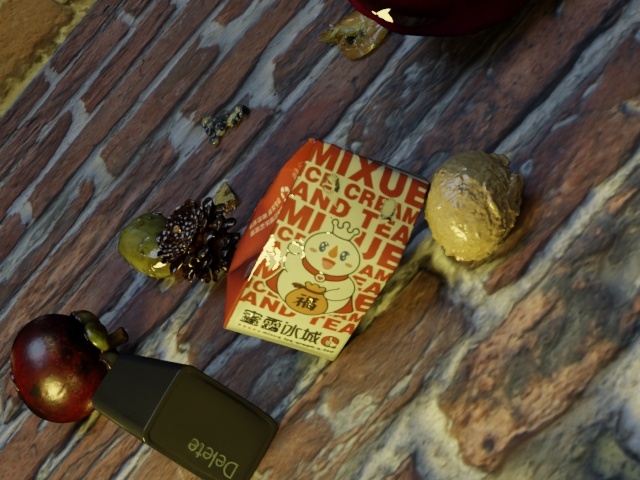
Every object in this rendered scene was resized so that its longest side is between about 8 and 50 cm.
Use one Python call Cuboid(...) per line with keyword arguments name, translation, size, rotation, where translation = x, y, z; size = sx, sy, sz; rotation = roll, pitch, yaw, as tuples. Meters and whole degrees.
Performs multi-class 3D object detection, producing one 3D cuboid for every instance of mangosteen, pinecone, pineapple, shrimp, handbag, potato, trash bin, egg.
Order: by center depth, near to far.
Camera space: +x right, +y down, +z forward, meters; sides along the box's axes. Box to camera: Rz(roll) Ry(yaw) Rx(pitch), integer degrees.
Cuboid(name="egg", translation=(0.182, -0.044, 1.496), size=(0.118, 0.116, 0.140), rotation=(3, 65, 6))
Cuboid(name="handbag", translation=(0.000, 0.000, 1.551), size=(0.298, 0.171, 0.151), rotation=(120, 163, -45))
Cuboid(name="trash bin", translation=(-0.193, 0.235, 1.670), size=(0.225, 0.165, 0.115), rotation=(4, 62, 59))
Cuboid(name="pinecone", translation=(-0.184, 0.003, 1.955), size=(0.140, 0.121, 0.140), rotation=(-31, 36, 25))
Cuboid(name="mangosteen", translation=(-0.401, 0.197, 2.024), size=(0.200, 0.200, 0.200), rotation=(-36, 33, 28))
Cuboid(name="shrimp", translation=(0.058, -0.343, 2.089), size=(0.180, 0.041, 0.099), rotation=(-2, 71, 53))
Cuboid(name="pineapple", translation=(-0.161, -0.068, 2.110), size=(0.045, 0.019, 0.083), rotation=(-45, 28, 2))
Cuboid(name="potato", translation=(-0.285, 0.012, 2.136), size=(0.105, 0.085, 0.188), rotation=(-34, 30, -12))

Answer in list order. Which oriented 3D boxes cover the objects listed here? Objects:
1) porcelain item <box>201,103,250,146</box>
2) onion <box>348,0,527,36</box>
Cuboid(name="porcelain item", translation=(-0.184, -0.204, 2.291), size=(0.136, 0.021, 0.075), rotation=(-10, 53, 51))
Cuboid(name="onion", translation=(0.177, -0.493, 1.809), size=(0.398, 0.398, 0.420), rotation=(-42, -1, 19))
